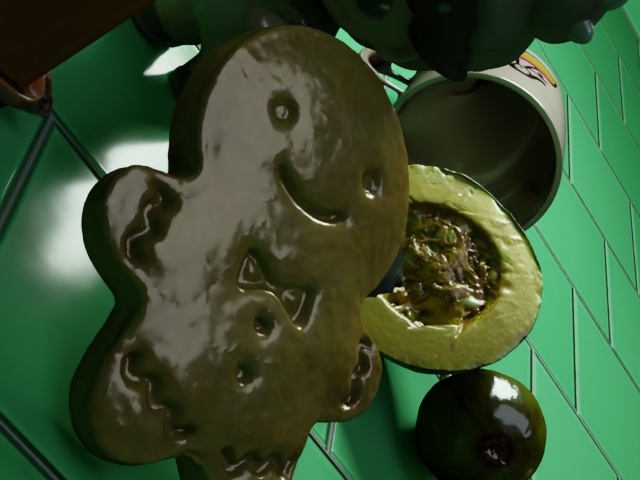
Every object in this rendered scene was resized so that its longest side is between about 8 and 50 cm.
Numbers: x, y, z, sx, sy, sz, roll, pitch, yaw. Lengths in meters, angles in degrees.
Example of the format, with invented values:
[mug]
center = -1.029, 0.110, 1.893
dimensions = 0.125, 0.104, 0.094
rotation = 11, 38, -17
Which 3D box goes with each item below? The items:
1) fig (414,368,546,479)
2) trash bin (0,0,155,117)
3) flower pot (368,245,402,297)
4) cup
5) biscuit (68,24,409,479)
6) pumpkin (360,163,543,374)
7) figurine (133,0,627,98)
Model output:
[fig]
center = 0.137, 0.159, 1.393
dimensions = 0.124, 0.124, 0.236
rotation = 58, 2, -21
[trash bin]
center = -0.154, -0.199, 0.893
dimensions = 0.184, 0.238, 0.161
rotation = 43, 34, -46
[flower pot]
center = 0.000, 0.000, 1.174
dimensions = 0.157, 0.157, 0.107
rotation = -15, 97, -66
[cup]
center = 0.147, -0.135, 1.571
dimensions = 0.252, 0.191, 0.200
rotation = 31, 26, -1
[biscuit]
center = -0.038, 0.014, 0.995
dimensions = 0.275, 0.052, 0.355
rotation = 42, 61, -34
[pumpkin]
center = 0.096, 0.042, 1.348
dimensions = 0.110, 0.217, 0.217
rotation = 104, -20, -60
[figurine]
center = 0.040, -0.214, 1.140
dimensions = 0.203, 0.380, 0.248
rotation = 9, 62, -68
